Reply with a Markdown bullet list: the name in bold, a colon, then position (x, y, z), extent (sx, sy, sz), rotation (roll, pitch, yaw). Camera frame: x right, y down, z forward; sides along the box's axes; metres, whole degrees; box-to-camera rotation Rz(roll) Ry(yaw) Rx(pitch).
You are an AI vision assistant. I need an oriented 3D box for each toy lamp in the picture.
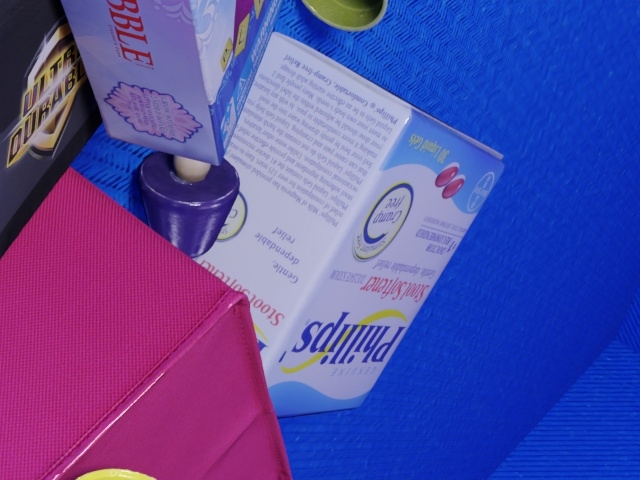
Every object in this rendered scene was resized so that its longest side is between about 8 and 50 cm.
- **toy lamp**: position (-0.085, -0.105, 0.784), extent (0.080, 0.080, 0.274), rotation (-31, 145, -43)

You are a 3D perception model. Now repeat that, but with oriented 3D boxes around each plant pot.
- **plant pot**: position (0.031, -0.220, 0.867), extent (0.079, 0.083, 0.083), rotation (-55, 160, -36)

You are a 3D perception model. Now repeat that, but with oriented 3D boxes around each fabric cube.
- **fabric cube**: position (-0.199, 0.106, 0.614), extent (0.254, 0.258, 0.259), rotation (-46, 154, -24)

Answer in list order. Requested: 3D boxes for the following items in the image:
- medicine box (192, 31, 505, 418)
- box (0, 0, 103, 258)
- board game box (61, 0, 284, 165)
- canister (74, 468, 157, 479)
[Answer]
- **medicine box**: position (0.000, 0.000, 0.985), extent (0.289, 0.149, 0.263), rotation (-61, 156, 8)
- **box**: position (-0.117, -0.184, 0.498), extent (0.295, 0.073, 0.293), rotation (-68, 174, -51)
- **board game box**: position (-0.031, -0.243, 0.460), extent (0.318, 0.066, 0.318), rotation (89, 18, -67)
- **canister**: position (-0.085, 0.201, 0.480), extent (0.073, 0.126, 0.170), rotation (-25, 144, -49)
